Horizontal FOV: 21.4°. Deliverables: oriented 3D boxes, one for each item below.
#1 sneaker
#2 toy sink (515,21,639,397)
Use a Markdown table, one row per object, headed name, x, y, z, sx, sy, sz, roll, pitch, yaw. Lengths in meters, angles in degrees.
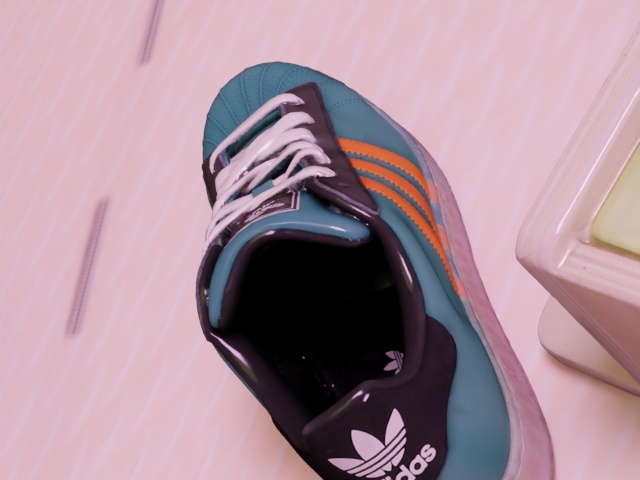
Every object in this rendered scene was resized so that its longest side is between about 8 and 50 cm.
| name | x | y | z | sx | sy | sz | roll | pitch | yaw |
| --- | --- | --- | --- | --- | --- | --- | --- | --- | --- |
| sneaker | 0.000 | 0.000 | 0.743 | 0.108 | 0.121 | 0.302 | -39 | 43 | 10 |
| toy sink | 0.171 | -0.015 | 0.604 | 0.234 | 0.131 | 0.153 | 23 | 77 | 46 |
